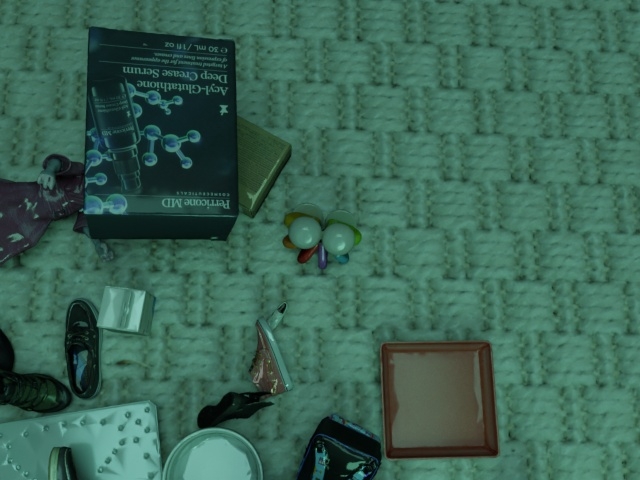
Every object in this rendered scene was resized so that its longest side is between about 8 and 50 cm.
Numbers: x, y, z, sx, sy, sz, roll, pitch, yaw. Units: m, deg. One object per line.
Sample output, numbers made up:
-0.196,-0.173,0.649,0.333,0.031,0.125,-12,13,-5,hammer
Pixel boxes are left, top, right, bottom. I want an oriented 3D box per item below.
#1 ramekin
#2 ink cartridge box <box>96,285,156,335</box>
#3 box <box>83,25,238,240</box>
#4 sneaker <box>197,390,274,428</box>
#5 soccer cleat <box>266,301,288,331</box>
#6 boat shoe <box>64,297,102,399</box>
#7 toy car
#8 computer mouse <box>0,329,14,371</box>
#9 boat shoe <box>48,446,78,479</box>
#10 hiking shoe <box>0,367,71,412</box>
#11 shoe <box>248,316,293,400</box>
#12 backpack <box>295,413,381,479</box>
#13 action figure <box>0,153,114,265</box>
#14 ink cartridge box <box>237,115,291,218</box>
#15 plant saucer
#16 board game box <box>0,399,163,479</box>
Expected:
-0.222,0.497,1.353,0.207,0.109,0.207,1,77,-4,ramekin
-0.425,0.155,1.405,0.090,0.143,0.092,7,76,-2,ink cartridge box
-0.334,-0.211,1.348,0.294,0.212,0.395,0,77,-16,box
-0.188,0.371,1.399,0.089,0.170,0.051,22,41,-40,sneaker
-0.102,0.175,1.474,0.029,0.035,0.083,35,77,5,soccer cleat
-0.530,0.236,1.414,0.080,0.076,0.228,-5,77,-5,boat shoe
0.000,0.000,1.480,0.182,0.159,0.136,11,111,-1,toy car
-0.786,0.204,1.409,0.189,0.072,0.272,-36,81,-11,computer mouse
-0.478,0.549,1.283,0.093,0.103,0.285,-12,82,-11,boat shoe
-0.640,0.321,1.346,0.227,0.114,0.086,22,87,-21,hiking shoe
-0.129,0.265,1.430,0.081,0.063,0.177,-21,91,-10,shoe
0.035,0.485,1.368,0.158,0.117,0.173,23,108,4,backpack
-0.615,-0.086,1.467,0.371,0.247,0.276,-20,35,-20,action figure
-0.214,-0.193,1.529,0.235,0.088,0.193,29,78,3,ink cartridge box
0.264,0.358,1.447,0.259,0.047,0.258,0,77,-3,plant saucer
-0.521,0.563,1.350,0.391,0.050,0.389,-8,77,-5,board game box
